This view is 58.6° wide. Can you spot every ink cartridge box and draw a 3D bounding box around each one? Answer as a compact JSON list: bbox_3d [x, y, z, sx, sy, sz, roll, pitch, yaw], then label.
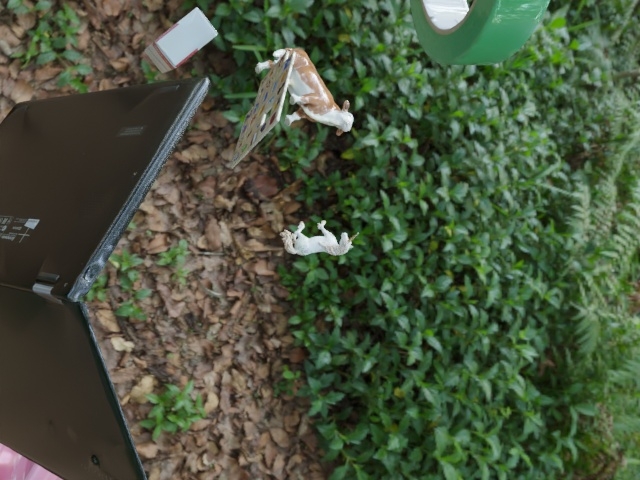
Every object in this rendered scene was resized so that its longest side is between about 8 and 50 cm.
[{"bbox_3d":[-0.328,-0.458,1.321,0.127,0.175,0.072,-44,115,-11],"label":"ink cartridge box"}]

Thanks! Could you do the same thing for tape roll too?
[{"bbox_3d":[0.214,-0.409,0.784,0.077,0.321,0.321,-5,89,-12],"label":"tape roll"}]

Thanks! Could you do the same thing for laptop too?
[{"bbox_3d":[-0.289,0.049,0.680,0.236,0.382,0.407,50,54,-45],"label":"laptop"}]

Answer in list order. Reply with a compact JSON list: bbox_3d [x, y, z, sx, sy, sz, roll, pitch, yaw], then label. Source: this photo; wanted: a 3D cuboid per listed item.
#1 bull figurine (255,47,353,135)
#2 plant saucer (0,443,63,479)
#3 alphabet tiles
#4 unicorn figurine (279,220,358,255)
[{"bbox_3d":[-0.039,-0.405,1.574,0.188,0.101,0.310,-17,69,-44],"label":"bull figurine"},{"bbox_3d":[-0.515,0.355,1.084,0.084,0.332,0.332,32,66,-30],"label":"plant saucer"},{"bbox_3d":[-0.119,-0.288,1.210,0.009,0.198,0.237,26,55,-24],"label":"alphabet tiles"},{"bbox_3d":[0.000,0.000,1.217,0.111,0.162,0.060,-105,176,-52],"label":"unicorn figurine"}]
